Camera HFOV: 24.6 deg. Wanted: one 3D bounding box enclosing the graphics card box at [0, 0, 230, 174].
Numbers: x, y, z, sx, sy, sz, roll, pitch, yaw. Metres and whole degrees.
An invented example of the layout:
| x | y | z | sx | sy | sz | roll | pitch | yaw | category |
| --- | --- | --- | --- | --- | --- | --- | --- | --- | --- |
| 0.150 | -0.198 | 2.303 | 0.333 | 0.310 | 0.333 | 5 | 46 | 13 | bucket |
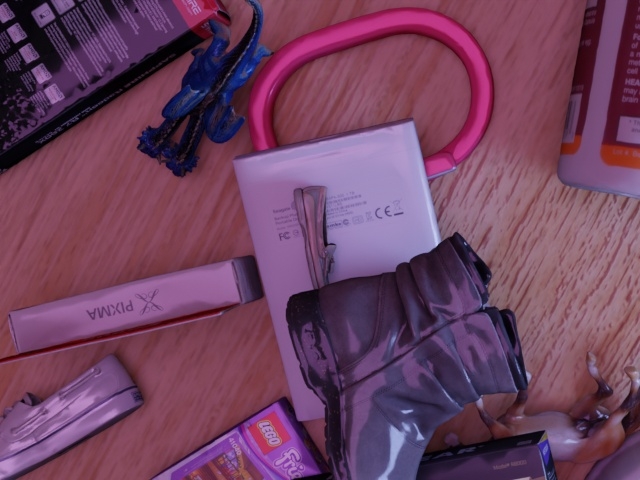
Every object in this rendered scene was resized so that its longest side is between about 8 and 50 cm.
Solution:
| x | y | z | sx | sy | sz | roll | pitch | yaw | category |
| --- | --- | --- | --- | --- | --- | --- | --- | --- | --- |
| -0.320 | -0.261 | 1.747 | 0.371 | 0.094 | 0.232 | -33 | 86 | 6 | graphics card box |

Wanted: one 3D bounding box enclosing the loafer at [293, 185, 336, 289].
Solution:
| x | y | z | sx | sy | sz | roll | pitch | yaw | category |
| --- | --- | --- | --- | --- | --- | --- | --- | --- | --- |
| 0.000 | 0.000 | 1.642 | 0.039 | 0.045 | 0.125 | -12 | 99 | 2 | loafer |

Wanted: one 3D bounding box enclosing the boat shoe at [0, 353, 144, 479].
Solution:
| x | y | z | sx | sy | sz | roll | pitch | yaw | category |
| --- | --- | --- | --- | --- | --- | --- | --- | --- | --- |
| -0.340 | 0.223 | 1.765 | 0.258 | 0.095 | 0.084 | -29 | 82 | -3 | boat shoe |

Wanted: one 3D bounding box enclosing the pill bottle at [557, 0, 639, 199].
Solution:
| x | y | z | sx | sy | sz | roll | pitch | yaw | category |
| --- | --- | --- | --- | --- | --- | --- | --- | --- | --- |
| 0.396 | -0.235 | 1.578 | 0.224 | 0.224 | 0.392 | 10 | 93 | 8 | pill bottle |

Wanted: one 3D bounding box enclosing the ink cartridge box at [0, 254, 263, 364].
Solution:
| x | y | z | sx | sy | sz | roll | pitch | yaw | category |
| --- | --- | --- | --- | --- | --- | --- | --- | --- | --- |
| -0.221 | 0.077 | 1.663 | 0.275 | 0.239 | 0.060 | -13 | 89 | 8 | ink cartridge box |

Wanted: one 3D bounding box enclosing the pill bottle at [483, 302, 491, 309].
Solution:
| x | y | z | sx | sy | sz | roll | pitch | yaw | category |
| --- | --- | --- | --- | --- | --- | --- | --- | --- | --- |
| 0.113 | 0.136 | 1.626 | 0.187 | 0.112 | 0.112 | -41 | 85 | 13 | pill bottle |

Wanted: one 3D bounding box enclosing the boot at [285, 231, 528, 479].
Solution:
| x | y | z | sx | sy | sz | roll | pitch | yaw | category |
| --- | --- | --- | --- | --- | --- | --- | --- | --- | --- |
| 0.114 | 0.178 | 1.516 | 0.223 | 0.118 | 0.338 | -18 | 92 | 9 | boot |

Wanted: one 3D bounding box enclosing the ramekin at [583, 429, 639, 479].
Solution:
| x | y | z | sx | sy | sz | roll | pitch | yaw | category |
| --- | --- | --- | --- | --- | --- | --- | --- | --- | --- |
| 0.417 | 0.346 | 1.626 | 0.277 | 0.135 | 0.277 | 0 | 91 | 8 | ramekin |

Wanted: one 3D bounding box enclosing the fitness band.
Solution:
| x | y | z | sx | sy | sz | roll | pitch | yaw | category |
| --- | --- | --- | --- | --- | --- | --- | --- | --- | --- |
| 0.059 | -0.156 | 1.717 | 0.291 | 0.054 | 0.209 | -16 | 86 | 7 | fitness band |

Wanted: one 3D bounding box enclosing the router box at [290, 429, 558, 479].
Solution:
| x | y | z | sx | sy | sz | roll | pitch | yaw | category |
| --- | --- | --- | --- | --- | --- | --- | --- | --- | --- |
| 0.125 | 0.360 | 1.618 | 0.309 | 0.081 | 0.242 | -14 | 90 | 16 | router box |

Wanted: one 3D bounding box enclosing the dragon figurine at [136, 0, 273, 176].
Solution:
| x | y | z | sx | sy | sz | roll | pitch | yaw | category |
| --- | --- | --- | --- | --- | --- | --- | --- | --- | --- |
| -0.124 | -0.166 | 1.667 | 0.085 | 0.289 | 0.144 | 28 | 65 | -16 | dragon figurine |

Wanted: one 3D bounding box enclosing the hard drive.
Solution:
| x | y | z | sx | sy | sz | roll | pitch | yaw | category |
| --- | --- | --- | --- | --- | --- | --- | --- | --- | --- |
| 0.039 | 0.037 | 1.689 | 0.210 | 0.040 | 0.318 | -12 | 102 | 8 | hard drive |

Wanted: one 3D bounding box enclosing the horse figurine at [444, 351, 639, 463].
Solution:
| x | y | z | sx | sy | sz | roll | pitch | yaw | category |
| --- | --- | --- | --- | --- | --- | --- | --- | --- | --- |
| 0.268 | 0.201 | 1.658 | 0.263 | 0.066 | 0.174 | -8 | 131 | -3 | horse figurine |

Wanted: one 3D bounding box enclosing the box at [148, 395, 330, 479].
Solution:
| x | y | z | sx | sy | sz | roll | pitch | yaw | category |
| --- | --- | --- | --- | --- | --- | --- | --- | --- | --- |
| -0.052 | 0.361 | 1.733 | 0.201 | 0.057 | 0.293 | -32 | 86 | 8 | box |
